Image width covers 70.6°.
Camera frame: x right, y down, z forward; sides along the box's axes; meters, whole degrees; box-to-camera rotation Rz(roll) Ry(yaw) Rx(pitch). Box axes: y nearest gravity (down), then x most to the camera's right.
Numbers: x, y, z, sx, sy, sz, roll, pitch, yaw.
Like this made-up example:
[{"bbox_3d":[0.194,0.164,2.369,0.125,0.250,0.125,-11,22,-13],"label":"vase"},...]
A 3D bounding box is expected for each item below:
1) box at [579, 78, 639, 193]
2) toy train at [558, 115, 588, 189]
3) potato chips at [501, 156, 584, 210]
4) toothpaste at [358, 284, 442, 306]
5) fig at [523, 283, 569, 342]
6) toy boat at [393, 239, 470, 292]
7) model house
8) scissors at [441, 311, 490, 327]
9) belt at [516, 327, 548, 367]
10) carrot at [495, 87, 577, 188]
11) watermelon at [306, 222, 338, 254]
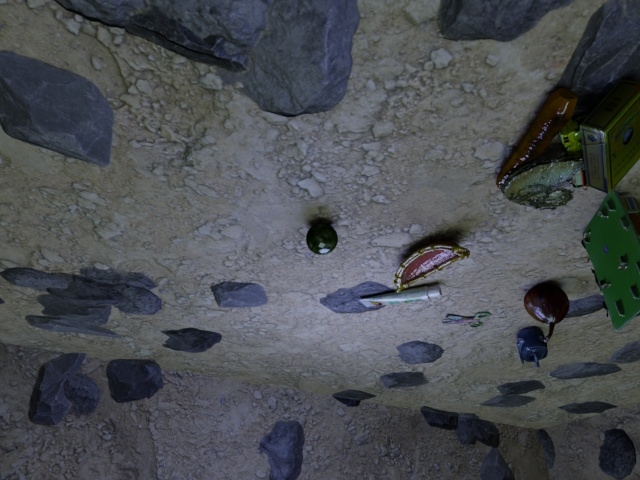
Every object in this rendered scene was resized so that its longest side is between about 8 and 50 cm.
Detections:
[{"bbox_3d":[0.655,-0.226,1.008,0.141,0.064,0.220,-47,134,-4],"label":"box"},{"bbox_3d":[0.638,-0.206,1.109,0.085,0.053,0.250,-11,146,31],"label":"toy train"},{"bbox_3d":[0.572,-0.140,1.152,0.202,0.029,0.220,-17,145,27],"label":"potato chips"},{"bbox_3d":[0.304,0.216,1.732,0.314,0.056,0.058,-15,102,27],"label":"toothpaste"},{"bbox_3d":[0.827,0.238,1.645,0.148,0.202,0.149,-32,99,20],"label":"fig"},{"bbox_3d":[0.353,0.074,1.483,0.141,0.099,0.318,25,142,-25],"label":"toy boat"},{"bbox_3d":[0.935,0.056,1.205,0.313,0.357,0.242,-2,143,8],"label":"model house"},{"bbox_3d":[0.612,0.335,1.911,0.187,0.020,0.133,2,142,-4],"label":"scissors"},{"bbox_3d":[0.946,0.482,2.013,0.122,0.128,0.218,-12,144,18],"label":"belt"},{"bbox_3d":[0.500,-0.221,1.080,0.066,0.066,0.314,6,145,-7],"label":"carrot"},{"bbox_3d":[0.003,-0.001,1.384,0.109,0.109,0.109,1,145,1],"label":"watermelon"}]
